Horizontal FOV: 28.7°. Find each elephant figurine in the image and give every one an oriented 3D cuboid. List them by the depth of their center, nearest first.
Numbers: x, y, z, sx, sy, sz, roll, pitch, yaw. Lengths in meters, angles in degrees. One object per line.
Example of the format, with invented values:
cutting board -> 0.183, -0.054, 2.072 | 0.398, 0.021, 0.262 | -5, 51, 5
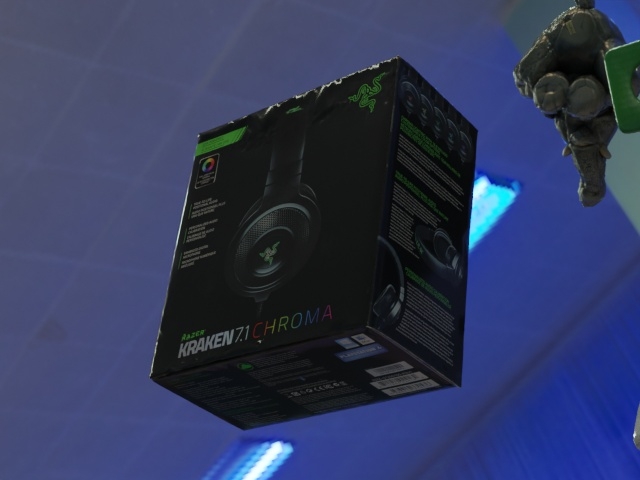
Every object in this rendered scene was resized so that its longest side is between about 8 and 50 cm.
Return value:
elephant figurine -> 0.355, -0.190, 1.677 | 0.186, 0.169, 0.239 | -42, -30, 3

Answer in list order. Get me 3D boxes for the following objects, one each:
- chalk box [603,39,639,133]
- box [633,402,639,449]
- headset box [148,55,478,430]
chalk box -> 0.411, -0.168, 1.140 | 0.288, 0.180, 0.179 | -9, -21, 7
box -> 0.407, 0.163, 0.832 | 0.322, 0.058, 0.232 | 38, -52, -7
headset box -> 0.000, 0.000, 1.114 | 0.246, 0.283, 0.131 | -16, -38, 37
